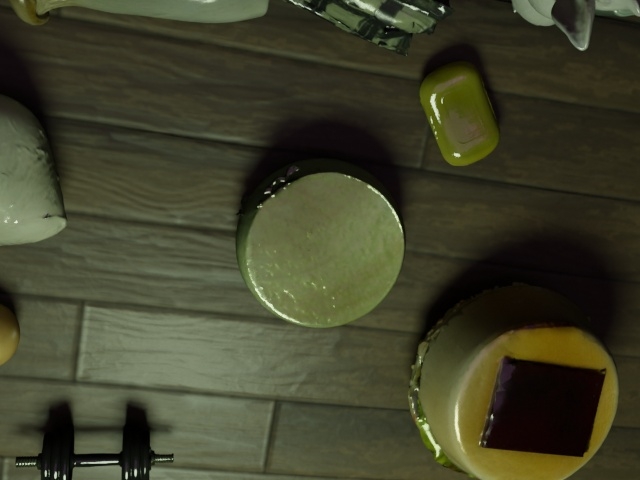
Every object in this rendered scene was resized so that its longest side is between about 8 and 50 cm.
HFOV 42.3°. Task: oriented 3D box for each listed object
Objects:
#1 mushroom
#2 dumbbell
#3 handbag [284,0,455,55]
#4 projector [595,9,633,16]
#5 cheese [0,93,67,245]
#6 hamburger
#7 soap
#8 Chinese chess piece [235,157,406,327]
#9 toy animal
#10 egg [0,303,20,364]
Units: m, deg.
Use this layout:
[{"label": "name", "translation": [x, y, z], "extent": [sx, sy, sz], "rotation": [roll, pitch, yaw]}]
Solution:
[{"label": "mushroom", "translation": [-0.204, -0.330, 0.973], "extent": [0.328, 0.122, 0.159], "rotation": [-6, 69, -9]}, {"label": "dumbbell", "translation": [-0.307, 0.300, 1.131], "extent": [0.208, 0.099, 0.099], "rotation": [2, 106, -12]}, {"label": "handbag", "translation": [0.022, -0.408, 0.912], "extent": [0.327, 0.162, 0.325], "rotation": [25, 74, -20]}, {"label": "projector", "translation": [0.433, -0.428, 1.055], "extent": [0.192, 0.099, 0.257], "rotation": [-11, 108, -8]}, {"label": "cheese", "translation": [-0.411, -0.081, 0.976], "extent": [0.198, 0.154, 0.189], "rotation": [-5, 101, -8]}, {"label": "hamburger", "translation": [0.270, 0.205, 1.172], "extent": [0.302, 0.170, 0.302], "rotation": [-3, 104, -13]}, {"label": "soap", "translation": [0.187, -0.170, 1.112], "extent": [0.089, 0.045, 0.140], "rotation": [-26, 107, -5]}, {"label": "Chinese chess piece", "translation": [0.000, 0.000, 1.104], "extent": [0.237, 0.092, 0.238], "rotation": [-3, 107, -9]}, {"label": "toy animal", "translation": [0.304, -0.315, 1.002], "extent": [0.103, 0.221, 0.131], "rotation": [-20, 109, 1]}, {"label": "egg", "translation": [-0.429, 0.125, 1.061], "extent": [0.080, 0.096, 0.080], "rotation": [-3, 122, -5]}]
